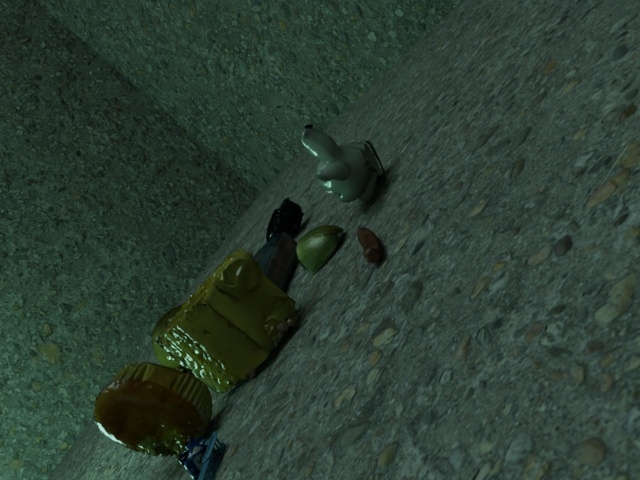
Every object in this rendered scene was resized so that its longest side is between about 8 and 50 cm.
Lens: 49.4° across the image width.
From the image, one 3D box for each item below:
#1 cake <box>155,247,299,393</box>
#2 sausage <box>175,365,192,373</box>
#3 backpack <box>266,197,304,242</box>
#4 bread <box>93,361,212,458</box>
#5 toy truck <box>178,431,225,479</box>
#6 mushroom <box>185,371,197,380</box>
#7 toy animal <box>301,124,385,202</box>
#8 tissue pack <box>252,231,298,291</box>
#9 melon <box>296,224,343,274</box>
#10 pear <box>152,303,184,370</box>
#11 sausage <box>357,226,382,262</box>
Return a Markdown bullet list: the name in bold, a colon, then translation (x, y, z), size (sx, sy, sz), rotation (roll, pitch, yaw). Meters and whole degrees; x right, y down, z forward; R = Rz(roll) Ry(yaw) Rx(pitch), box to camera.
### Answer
- **cake**: translation (-0.200, 0.177, 1.630), size (0.286, 0.227, 0.222), rotation (-40, 13, 38)
- **sausage**: translation (-0.484, 0.480, 2.127), size (0.371, 0.082, 0.082), rotation (-43, 13, 26)
- **backpack**: translation (-0.125, -0.053, 2.435), size (0.120, 0.106, 0.165), rotation (-61, -5, -56)
- **bread**: translation (-0.374, 0.385, 1.562), size (0.133, 0.250, 0.178), rotation (-84, 16, -77)
- **toy truck**: translation (-0.235, 0.437, 1.351), size (0.074, 0.063, 0.136), rotation (-24, 23, 20)
- **mushroom**: translation (-0.334, 0.381, 1.927), size (0.187, 0.060, 0.061), rotation (-31, 14, 43)
- **toy animal**: translation (0.067, -0.199, 1.860), size (0.154, 0.208, 0.325), rotation (-30, -25, 15)
- **tissue pack**: translation (-0.184, 0.132, 2.040), size (0.228, 0.103, 0.315), rotation (-43, 13, 26)
- **melon**: translation (0.000, 0.000, 1.827), size (0.128, 0.079, 0.160), rotation (-42, 13, 39)
- **pear**: translation (-0.422, 0.299, 2.176), size (0.211, 0.188, 0.228), rotation (-19, 27, 54)
- **sausage**: translation (0.105, 0.010, 1.480), size (0.043, 0.043, 0.186), rotation (-47, 12, 10)
